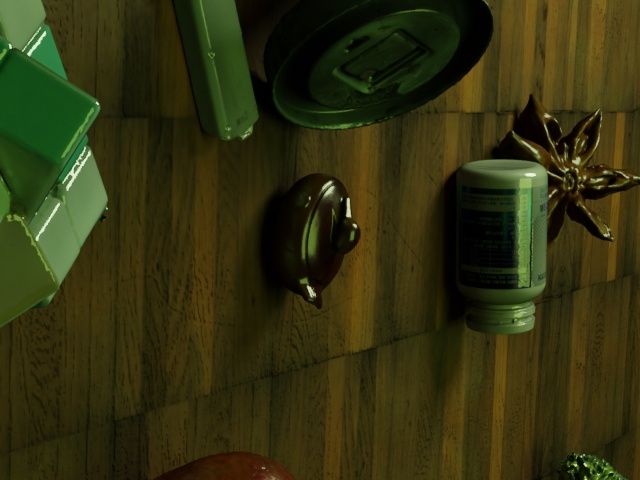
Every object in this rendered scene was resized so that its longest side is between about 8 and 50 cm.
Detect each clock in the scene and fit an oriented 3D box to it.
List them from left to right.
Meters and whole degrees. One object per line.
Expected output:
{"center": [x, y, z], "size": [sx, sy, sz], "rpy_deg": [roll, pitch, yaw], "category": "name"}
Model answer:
{"center": [0.051, -0.177, 1.461], "size": [0.215, 0.215, 0.042], "rpy_deg": [27, 37, -59], "category": "clock"}

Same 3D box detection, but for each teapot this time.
{"center": [0.000, 0.000, 1.519], "size": [0.098, 0.078, 0.129], "rpy_deg": [40, 61, -55], "category": "teapot"}

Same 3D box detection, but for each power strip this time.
{"center": [-0.096, -0.202, 1.365], "size": [0.060, 0.027, 0.252], "rpy_deg": [-44, 132, -47], "category": "power strip"}

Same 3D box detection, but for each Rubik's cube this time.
{"center": [-0.242, -0.028, 0.918], "size": [0.213, 0.265, 0.224], "rpy_deg": [-69, 148, -55], "category": "Rubik's cube"}

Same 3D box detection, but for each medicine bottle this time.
{"center": [0.209, 0.007, 1.859], "size": [0.107, 0.107, 0.191], "rpy_deg": [-19, 112, -58], "category": "medicine bottle"}

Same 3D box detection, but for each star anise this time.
{"center": [0.289, -0.079, 1.983], "size": [0.212, 0.111, 0.196], "rpy_deg": [-38, 112, -14], "category": "star anise"}

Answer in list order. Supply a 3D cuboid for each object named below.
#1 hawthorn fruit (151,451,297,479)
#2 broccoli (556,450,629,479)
{"center": [-0.105, 0.287, 1.276], "size": [0.299, 0.211, 0.211], "rpy_deg": [-18, 111, -48], "category": "hawthorn fruit"}
{"center": [0.297, 0.399, 2.029], "size": [0.252, 0.221, 0.361], "rpy_deg": [-47, 148, 7], "category": "broccoli"}
